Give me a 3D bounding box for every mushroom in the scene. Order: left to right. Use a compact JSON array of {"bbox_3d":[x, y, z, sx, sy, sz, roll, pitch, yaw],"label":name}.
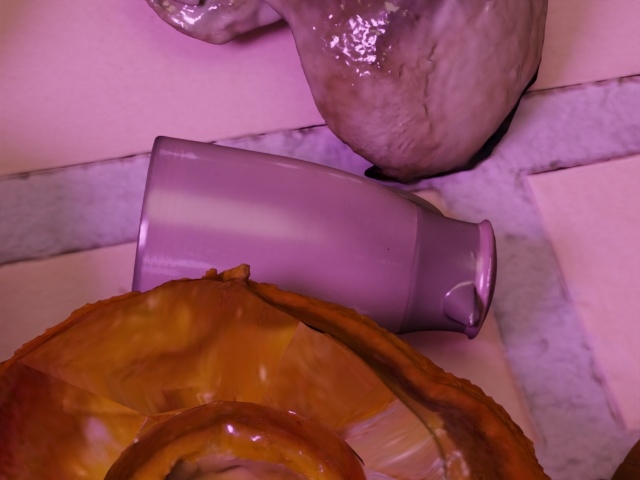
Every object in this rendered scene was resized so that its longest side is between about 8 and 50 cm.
[{"bbox_3d":[0.000,-0.200,1.021,0.247,0.130,0.344,-19,60,-20],"label":"mushroom"}]

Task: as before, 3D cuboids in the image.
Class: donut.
[{"bbox_3d":[-0.032,0.166,0.766,0.330,0.160,0.330,2,58,-2],"label":"donut"}]

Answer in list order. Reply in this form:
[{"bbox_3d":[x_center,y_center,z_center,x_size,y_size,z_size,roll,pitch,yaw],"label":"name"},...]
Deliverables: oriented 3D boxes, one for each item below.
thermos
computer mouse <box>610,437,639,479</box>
[{"bbox_3d":[0.000,0.000,0.919,0.193,0.105,0.137,7,26,-4],"label":"thermos"},{"bbox_3d":[0.258,0.172,0.846,0.245,0.056,0.126,32,61,17],"label":"computer mouse"}]
